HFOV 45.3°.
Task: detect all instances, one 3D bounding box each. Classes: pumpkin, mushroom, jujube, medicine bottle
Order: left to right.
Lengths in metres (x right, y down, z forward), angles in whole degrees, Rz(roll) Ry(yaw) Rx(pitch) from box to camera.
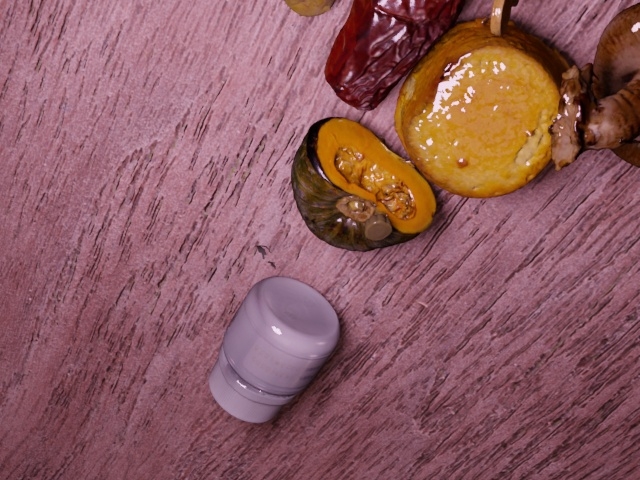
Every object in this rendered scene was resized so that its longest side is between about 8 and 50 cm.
[{"bbox_3d":[-0.118,0.266,1.847,0.245,0.245,0.306,31,118,-4],"label":"medicine bottle"},{"bbox_3d":[0.068,-0.113,1.670,0.325,0.242,0.232,40,146,-13],"label":"pumpkin"},{"bbox_3d":[0.137,-0.414,1.491,0.216,0.216,0.342,30,118,-3],"label":"jujube"},{"bbox_3d":[0.622,-0.279,1.380,0.334,0.356,0.331,14,107,28],"label":"mushroom"}]

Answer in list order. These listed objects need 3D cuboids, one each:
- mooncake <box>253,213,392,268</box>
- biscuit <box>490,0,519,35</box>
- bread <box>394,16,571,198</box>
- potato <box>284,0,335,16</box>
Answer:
[{"bbox_3d":[-0.004,0.010,1.613,0.346,0.057,0.150,-1,137,23],"label":"mooncake"},{"bbox_3d":[0.346,-0.489,1.395,0.035,0.158,0.240,16,83,23],"label":"biscuit"},{"bbox_3d":[0.319,-0.247,1.532,0.337,0.204,0.358,33,119,0],"label":"bread"},{"bbox_3d":[-0.039,-0.582,1.481,0.191,0.141,0.296,-8,116,18],"label":"potato"}]
